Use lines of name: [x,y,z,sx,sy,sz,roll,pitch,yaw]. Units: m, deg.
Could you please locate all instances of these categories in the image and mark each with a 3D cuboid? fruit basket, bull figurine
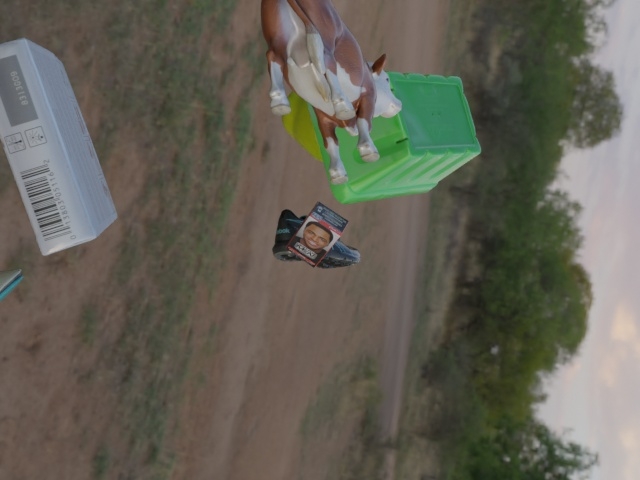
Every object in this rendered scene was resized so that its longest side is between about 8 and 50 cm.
fruit basket: [0.083,-0.215,1.788,0.392,0.392,0.283,9,65,-81]
bull figurine: [0.017,-0.190,1.071,0.310,0.101,0.188,38,40,-56]

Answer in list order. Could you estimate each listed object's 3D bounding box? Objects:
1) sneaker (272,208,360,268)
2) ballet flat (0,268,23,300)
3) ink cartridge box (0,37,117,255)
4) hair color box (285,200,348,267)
sneaker: [0.000,0.000,1.957,0.267,0.101,0.106,15,67,-51]
ballet flat: [-0.572,0.118,1.371,0.248,0.086,0.086,-54,160,-27]
ink cartridge box: [-0.436,-0.155,1.447,0.385,0.091,0.308,-143,-145,-79]
hair color box: [-0.008,-0.010,1.680,0.043,0.072,0.141,-59,-177,-35]
